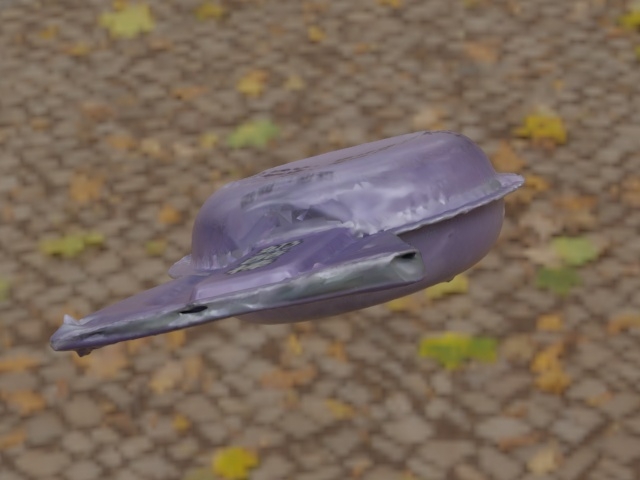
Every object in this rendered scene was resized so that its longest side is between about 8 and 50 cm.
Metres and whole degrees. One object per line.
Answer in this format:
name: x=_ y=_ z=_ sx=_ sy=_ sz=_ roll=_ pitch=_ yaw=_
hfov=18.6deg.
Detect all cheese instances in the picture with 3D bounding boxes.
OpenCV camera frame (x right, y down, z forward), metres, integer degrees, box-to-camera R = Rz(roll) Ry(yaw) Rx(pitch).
cheese: x=0.000 y=0.000 z=0.538 sx=0.105 sy=0.042 sz=0.191 roll=-13 pitch=5 yaw=18
